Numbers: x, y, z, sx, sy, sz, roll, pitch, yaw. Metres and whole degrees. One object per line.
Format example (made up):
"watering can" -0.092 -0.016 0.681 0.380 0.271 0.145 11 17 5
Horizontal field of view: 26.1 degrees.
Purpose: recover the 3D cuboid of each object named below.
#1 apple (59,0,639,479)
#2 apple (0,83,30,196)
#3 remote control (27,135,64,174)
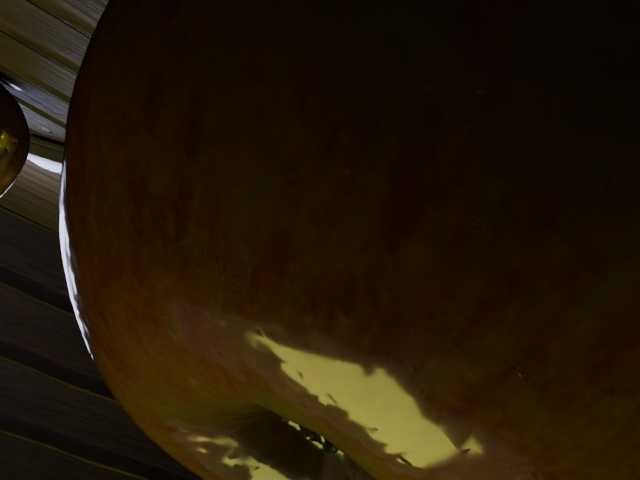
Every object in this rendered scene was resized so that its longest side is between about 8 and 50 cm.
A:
"apple" 0.061 -0.002 0.707 0.400 0.333 0.400 21 173 3
"apple" -0.453 -0.133 1.712 0.199 0.199 0.199 21 171 3
"remote control" -0.337 -0.104 2.040 0.250 0.034 0.103 16 170 28
